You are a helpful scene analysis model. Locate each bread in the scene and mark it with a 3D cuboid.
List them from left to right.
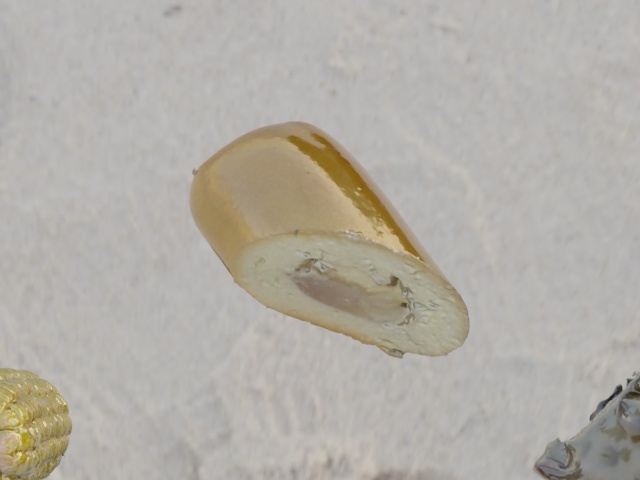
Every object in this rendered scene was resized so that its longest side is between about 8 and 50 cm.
[{"bbox_3d":[0.000,0.001,0.663,0.062,0.049,0.103,-6,41,-31],"label":"bread"}]

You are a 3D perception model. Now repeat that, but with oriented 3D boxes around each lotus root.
[{"bbox_3d":[0.300,0.125,1.401,0.170,0.074,0.260,43,85,8],"label":"lotus root"}]

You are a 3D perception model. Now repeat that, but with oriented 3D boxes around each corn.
[{"bbox_3d":[-0.190,0.112,1.136,0.080,0.238,0.080,0,86,-2],"label":"corn"}]
